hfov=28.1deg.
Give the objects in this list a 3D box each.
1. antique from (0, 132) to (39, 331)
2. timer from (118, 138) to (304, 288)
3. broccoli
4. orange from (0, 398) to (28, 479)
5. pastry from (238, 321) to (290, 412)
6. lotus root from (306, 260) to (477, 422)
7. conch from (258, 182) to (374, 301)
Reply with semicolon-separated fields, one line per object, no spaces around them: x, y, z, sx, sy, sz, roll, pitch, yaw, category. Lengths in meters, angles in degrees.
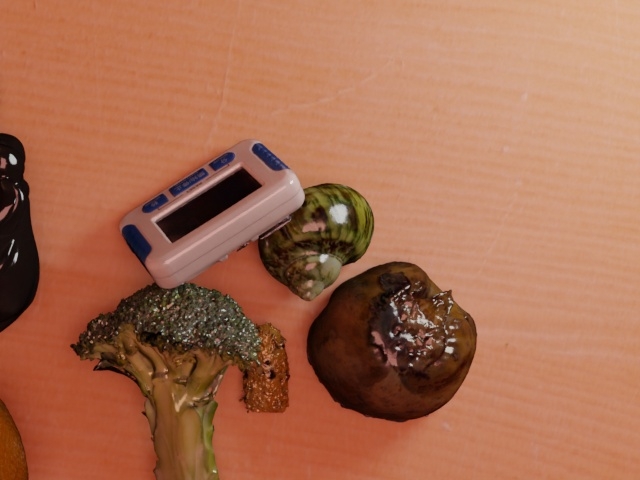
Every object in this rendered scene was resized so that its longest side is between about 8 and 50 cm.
-0.521;-0.008;1.785;0.255;0.185;0.322;-10;106;-5;antique
-0.158;-0.036;1.877;0.253;0.178;0.078;-32;126;-9;timer
-0.181;0.233;1.871;0.252;0.221;0.361;-27;107;-4;broccoli
-0.562;0.346;1.725;0.322;0.322;0.357;13;97;-13;orange
-0.086;0.194;1.956;0.080;0.056;0.140;2;97;-5;pastry
0.125;0.156;1.947;0.272;0.192;0.272;1;83;-12;lotus root
0.001;0.001;1.937;0.187;0.124;0.181;12;91;-21;conch
